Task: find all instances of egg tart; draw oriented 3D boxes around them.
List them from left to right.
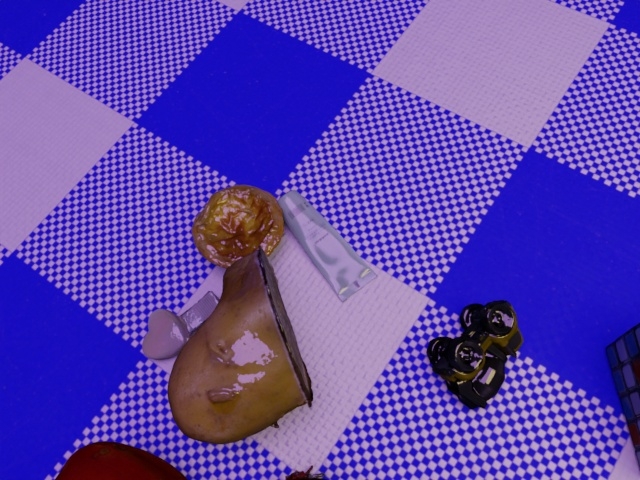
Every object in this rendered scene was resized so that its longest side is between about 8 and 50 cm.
[{"bbox_3d":[-0.204,-0.030,1.462,0.241,0.106,0.240,-1,66,3],"label":"egg tart"}]

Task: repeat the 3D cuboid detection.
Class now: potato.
[{"bbox_3d":[-0.201,0.228,1.244,0.296,0.290,0.397,-21,68,-3],"label":"potato"}]

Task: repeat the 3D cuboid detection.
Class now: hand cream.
[{"bbox_3d":[0.000,0.000,1.455,0.109,0.067,0.320,-36,71,-11],"label":"hand cream"}]

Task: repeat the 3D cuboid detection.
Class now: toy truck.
[{"bbox_3d":[0.356,0.244,1.264,0.224,0.147,0.165,-43,92,-16],"label":"toy truck"}]

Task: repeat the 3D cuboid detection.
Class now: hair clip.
[{"bbox_3d":[-0.328,0.215,1.390,0.218,0.071,0.159,-38,69,-6],"label":"hair clip"}]

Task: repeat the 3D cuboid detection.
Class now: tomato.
[{"bbox_3d":[-0.384,0.551,1.096,0.290,0.325,0.293,13,65,15],"label":"tomato"}]

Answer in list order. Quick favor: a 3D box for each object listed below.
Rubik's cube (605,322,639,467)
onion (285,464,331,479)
[{"bbox_3d":[0.766,0.291,1.100,0.292,0.287,0.292,-5,66,5],"label":"Rubik's cube"},{"bbox_3d":[-0.046,0.541,1.110,0.273,0.273,0.285,-13,39,1],"label":"onion"}]
